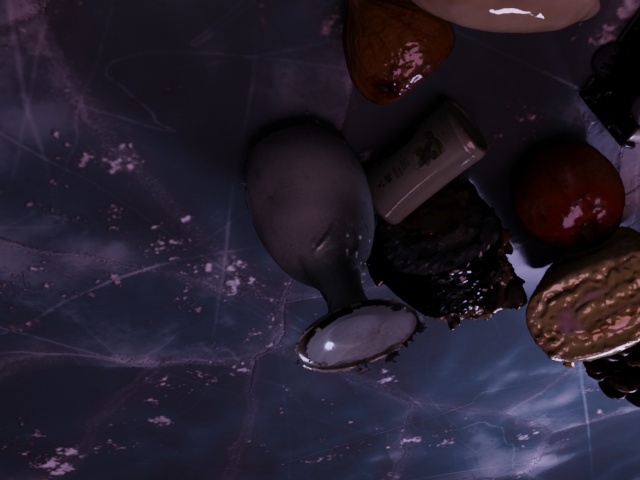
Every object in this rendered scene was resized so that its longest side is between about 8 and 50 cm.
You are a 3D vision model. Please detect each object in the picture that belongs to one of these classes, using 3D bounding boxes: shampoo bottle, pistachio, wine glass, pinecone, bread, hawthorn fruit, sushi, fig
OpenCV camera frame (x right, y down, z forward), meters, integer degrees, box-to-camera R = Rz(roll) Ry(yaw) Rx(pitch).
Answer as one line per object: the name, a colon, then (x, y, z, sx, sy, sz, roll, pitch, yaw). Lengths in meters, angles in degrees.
shampoo bottle: (0.138, -0.103, 1.041, 0.087, 0.118, 0.234, 31, 122, -33)
pistachio: (0.209, -0.339, 0.792, 0.299, 0.188, 0.188, 7, 133, -26)
wine glass: (0.005, 0.000, 0.959, 0.190, 0.357, 0.190, -15, 146, -10)
pinecone: (0.675, 0.221, 1.430, 0.243, 0.244, 0.309, -20, 120, 8)
bread: (0.478, 0.093, 1.155, 0.236, 0.165, 0.375, -32, 173, 19)
hawthorn fruit: (0.410, -0.058, 1.090, 0.179, 0.200, 0.179, -6, 130, -7)
sushi: (0.216, 0.036, 1.125, 0.224, 0.239, 0.219, -14, 143, 25)
fig: (0.065, -0.274, 0.862, 0.201, 0.134, 0.146, 36, 105, -20)

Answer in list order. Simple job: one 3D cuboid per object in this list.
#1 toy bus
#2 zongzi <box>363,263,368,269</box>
toy bus: (0.532, -0.277, 0.935, 0.178, 0.143, 0.305, 6, 132, -22)
zongzi: (0.034, 0.046, 1.222, 0.154, 0.062, 0.130, -26, 147, 23)
